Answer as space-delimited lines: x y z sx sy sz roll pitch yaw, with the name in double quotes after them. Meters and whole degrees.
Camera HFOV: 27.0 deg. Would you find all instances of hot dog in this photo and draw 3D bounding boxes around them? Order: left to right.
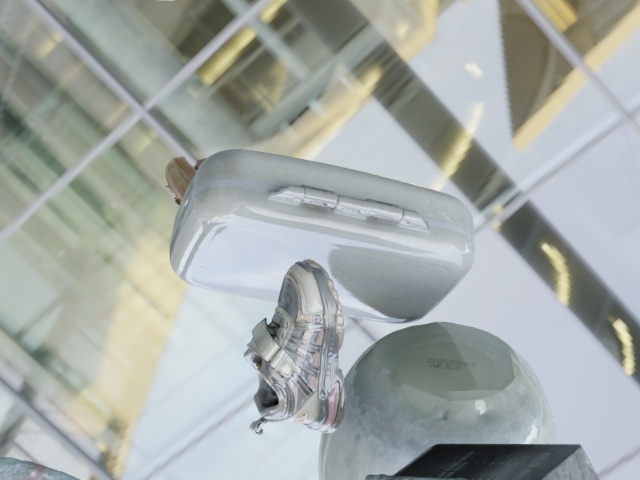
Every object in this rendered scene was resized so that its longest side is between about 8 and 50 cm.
-0.171 -0.067 2.121 0.269 0.109 0.072 48 -49 53 "hot dog"

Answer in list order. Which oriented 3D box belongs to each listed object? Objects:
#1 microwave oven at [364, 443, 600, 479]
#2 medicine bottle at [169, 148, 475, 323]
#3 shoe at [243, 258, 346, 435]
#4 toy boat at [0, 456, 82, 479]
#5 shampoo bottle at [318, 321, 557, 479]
0.095 0.436 1.242 0.432 0.374 0.236 -31 -169 -31 "microwave oven"
0.000 0.000 1.746 0.282 0.375 0.123 124 -27 -57 "medicine bottle"
-0.032 0.109 1.320 0.092 0.180 0.089 -8 -165 -23 "shoe"
-0.346 0.380 1.755 0.206 0.282 0.096 -36 -173 3 "toy boat"
0.158 0.285 1.785 0.322 0.322 0.317 -60 159 -44 "shampoo bottle"
